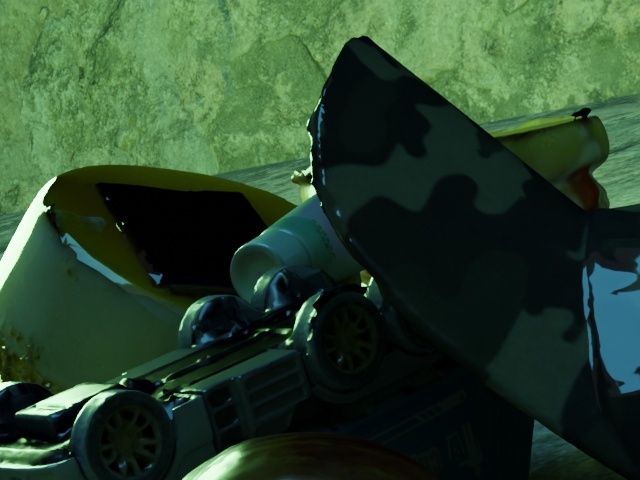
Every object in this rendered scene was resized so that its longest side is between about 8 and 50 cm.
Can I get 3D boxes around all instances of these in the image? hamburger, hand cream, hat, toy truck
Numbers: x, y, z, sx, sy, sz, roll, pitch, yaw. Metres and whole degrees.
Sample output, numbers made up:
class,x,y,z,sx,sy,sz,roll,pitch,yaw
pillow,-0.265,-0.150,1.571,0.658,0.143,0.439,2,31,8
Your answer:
class,x,y,z,sx,sy,sz,roll,pitch,yaw
hamburger,0.119,0.004,1.461,0.261,0.186,0.302,-12,0,7
hand cream,0.000,0.000,1.246,0.047,0.076,0.174,-30,-1,33
hamburger,-0.103,0.066,1.311,0.294,0.179,0.276,3,27,-32
hat,0.191,0.000,1.018,0.257,0.382,0.366,-32,7,14
toy truck,-0.027,0.116,1.058,0.367,0.175,0.146,-21,10,-36

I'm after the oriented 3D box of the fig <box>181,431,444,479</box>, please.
class,x,y,z,sx,sy,sz,roll,pitch,yaw
fig,0.002,0.173,0.680,0.205,0.205,0.205,-15,9,2
